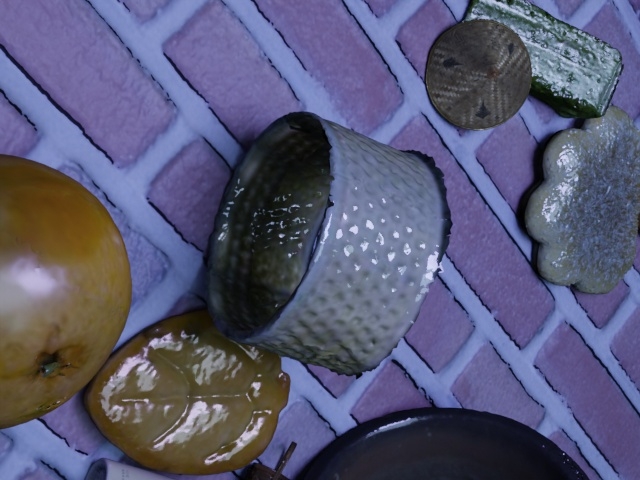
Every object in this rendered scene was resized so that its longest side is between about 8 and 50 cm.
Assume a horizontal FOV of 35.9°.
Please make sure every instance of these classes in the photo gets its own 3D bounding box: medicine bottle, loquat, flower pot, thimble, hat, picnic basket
[{"bbox_3d":[-0.161,0.310,1.147,0.231,0.059,0.059,26,84,-32],"label":"medicine bottle"},{"bbox_3d":[-0.308,0.046,0.917,0.263,0.263,0.263,-6,101,-31],"label":"loquat"},{"bbox_3d":[0.146,0.420,1.234,0.379,0.379,0.251,-26,133,-26],"label":"flower pot"},{"bbox_3d":[0.000,0.000,1.077,0.150,0.271,0.270,20,87,-30],"label":"thimble"},{"bbox_3d":[0.212,-0.212,1.259,0.146,0.067,0.146,-1,99,-8],"label":"hat"},{"bbox_3d":[-0.053,0.283,1.205,0.072,0.072,0.083,32,87,-32],"label":"picnic basket"}]

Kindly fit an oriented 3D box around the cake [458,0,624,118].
[{"bbox_3d":[0.285,-0.256,1.349,0.235,0.099,0.100,24,87,-12],"label":"cake"}]

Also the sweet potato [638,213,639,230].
[{"bbox_3d":[0.520,-0.024,1.525,0.214,0.050,0.050,34,79,-26],"label":"sweet potato"}]

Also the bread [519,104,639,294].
[{"bbox_3d":[0.377,-0.045,1.415,0.207,0.056,0.286,-15,110,-28],"label":"bread"}]

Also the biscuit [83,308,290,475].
[{"bbox_3d":[-0.147,0.180,1.145,0.260,0.041,0.202,4,96,-34],"label":"biscuit"}]
